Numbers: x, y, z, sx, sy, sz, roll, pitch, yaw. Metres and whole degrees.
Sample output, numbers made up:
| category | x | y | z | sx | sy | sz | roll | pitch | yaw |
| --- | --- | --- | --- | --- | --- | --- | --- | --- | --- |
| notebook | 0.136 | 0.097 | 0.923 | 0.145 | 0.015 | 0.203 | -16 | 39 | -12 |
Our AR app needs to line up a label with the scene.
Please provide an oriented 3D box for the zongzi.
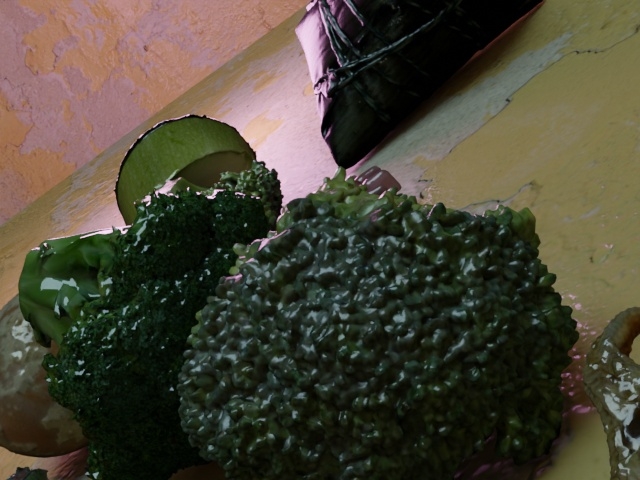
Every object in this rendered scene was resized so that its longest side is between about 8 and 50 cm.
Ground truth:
| category | x | y | z | sx | sy | sz | roll | pitch | yaw |
| --- | --- | --- | --- | --- | --- | --- | --- | --- | --- |
| zongzi | 0.100 | -0.351 | 1.406 | 0.383 | 0.362 | 0.319 | -31 | 50 | 10 |

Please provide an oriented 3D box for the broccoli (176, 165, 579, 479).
| category | x | y | z | sx | sy | sz | roll | pitch | yaw |
| --- | --- | --- | --- | --- | --- | --- | --- | --- | --- |
| broccoli | 0.039 | 0.071 | 0.747 | 0.288 | 0.235 | 0.260 | 11 | 41 | 15 |

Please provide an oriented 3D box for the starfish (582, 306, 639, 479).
| category | x | y | z | sx | sy | sz | roll | pitch | yaw |
| --- | --- | --- | --- | --- | --- | --- | --- | --- | --- |
| starfish | 0.150 | 0.174 | 0.504 | 0.327 | 0.094 | 0.375 | -36 | 24 | 35 |

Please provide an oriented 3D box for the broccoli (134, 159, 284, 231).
| category | x | y | z | sx | sy | sz | roll | pitch | yaw |
| --- | --- | --- | --- | --- | --- | --- | --- | --- | --- |
| broccoli | -0.150 | 0.005 | 1.271 | 0.226 | 0.176 | 0.198 | -6 | 15 | 17 |

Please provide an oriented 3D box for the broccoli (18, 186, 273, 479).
| category | x | y | z | sx | sy | sz | roll | pitch | yaw |
| --- | --- | --- | --- | --- | --- | --- | --- | --- | --- |
| broccoli | -0.153 | 0.083 | 0.941 | 0.275 | 0.308 | 0.308 | 11 | 39 | 15 |

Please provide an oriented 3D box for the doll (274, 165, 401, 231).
| category | x | y | z | sx | sy | sz | roll | pitch | yaw |
| --- | --- | --- | --- | --- | --- | --- | --- | --- | --- |
| doll | 0.000 | 0.000 | 1.127 | 0.211 | 0.093 | 0.262 | -50 | 11 | -1 |

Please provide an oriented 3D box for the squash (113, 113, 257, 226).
| category | x | y | z | sx | sy | sz | roll | pitch | yaw |
| --- | --- | --- | --- | --- | --- | --- | --- | --- | --- |
| squash | -0.166 | -0.055 | 1.403 | 0.220 | 0.220 | 0.133 | -38 | 42 | -3 |

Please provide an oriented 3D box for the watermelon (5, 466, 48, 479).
| category | x | y | z | sx | sy | sz | roll | pitch | yaw |
| --- | --- | --- | --- | --- | --- | --- | --- | --- | --- |
| watermelon | -0.334 | 0.298 | 1.097 | 0.187 | 0.071 | 0.139 | -39 | 11 | 19 |

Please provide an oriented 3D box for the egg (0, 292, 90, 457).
| category | x | y | z | sx | sy | sz | roll | pitch | yaw |
| --- | --- | --- | --- | --- | --- | --- | --- | --- | --- |
| egg | -0.304 | 0.148 | 1.188 | 0.195 | 0.195 | 0.233 | -17 | 40 | 44 |
